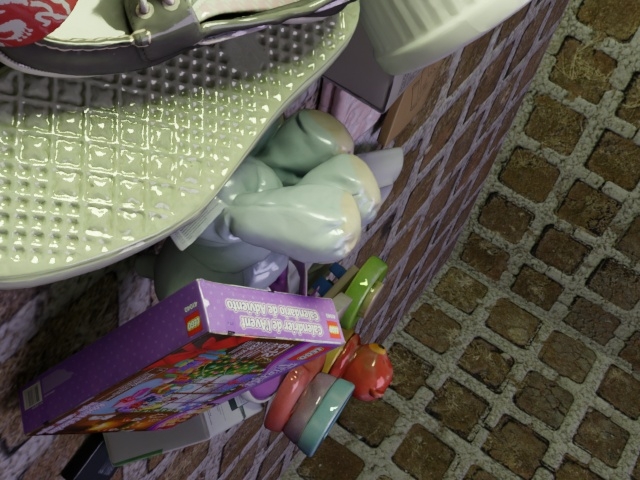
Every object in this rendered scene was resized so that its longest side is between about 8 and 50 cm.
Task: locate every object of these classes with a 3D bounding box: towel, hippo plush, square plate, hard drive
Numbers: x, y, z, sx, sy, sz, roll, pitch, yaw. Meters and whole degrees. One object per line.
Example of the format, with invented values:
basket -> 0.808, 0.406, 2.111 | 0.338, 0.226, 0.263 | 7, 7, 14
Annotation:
towel -> 0.099, -0.255, 1.315 | 0.332, 0.053, 0.317 | -49, 163, -33
hippo plush -> -0.080, 0.005, 0.901 | 0.294, 0.234, 0.236 | -44, 159, -45
square plate -> 0.000, 0.000, 1.367 | 0.344, 0.049, 0.347 | -54, 168, 20
hard drive -> -0.310, 0.306, 1.196 | 0.094, 0.022, 0.135 | -54, 166, -12

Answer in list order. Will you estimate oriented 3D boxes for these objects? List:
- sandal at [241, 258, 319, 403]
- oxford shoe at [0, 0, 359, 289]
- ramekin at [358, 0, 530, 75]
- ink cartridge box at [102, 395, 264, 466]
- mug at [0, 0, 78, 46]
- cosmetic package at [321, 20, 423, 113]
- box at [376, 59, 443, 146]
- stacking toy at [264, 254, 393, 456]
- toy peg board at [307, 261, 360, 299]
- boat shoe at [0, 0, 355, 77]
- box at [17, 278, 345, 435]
sandal -> -0.058, 0.057, 1.127 | 0.169, 0.102, 0.416 | -44, 141, -52
oxford shoe -> -0.135, -0.108, 0.688 | 0.130, 0.169, 0.449 | -17, -157, 52
ramekin -> 0.135, -0.295, 0.808 | 0.273, 0.127, 0.273 | -36, -162, 14
ink cartridge box -> -0.191, 0.240, 1.188 | 0.153, 0.087, 0.208 | -20, 174, 14
mug -> -0.185, -0.181, 0.419 | 0.150, 0.113, 0.169 | -56, 169, 1
cosmetic package -> 0.120, -0.325, 1.079 | 0.296, 0.129, 0.153 | -50, 166, -30
box -> 0.161, -0.267, 1.353 | 0.164, 0.021, 0.201 | -47, 162, -43
stacking toy -> 0.056, 0.190, 1.334 | 0.279, 0.130, 0.309 | -64, 168, 28
toy peg board -> 0.008, 0.104, 1.473 | 0.161, 0.079, 0.160 | -47, 156, 0
boat shoe -> -0.078, -0.198, 0.601 | 0.335, 0.112, 0.095 | -23, -175, -40
box -> -0.148, 0.133, 0.884 | 0.293, 0.057, 0.201 | -30, 154, 31
